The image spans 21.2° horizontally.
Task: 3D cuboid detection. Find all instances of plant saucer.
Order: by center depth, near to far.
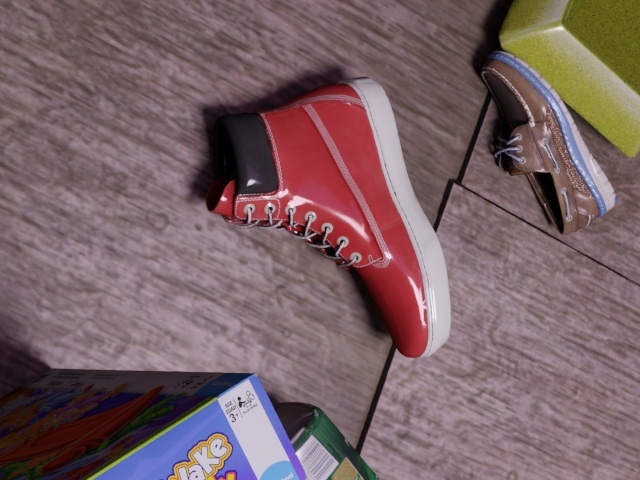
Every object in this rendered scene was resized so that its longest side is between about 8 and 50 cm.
[{"bbox_3d":[0.271,-0.205,1.587,0.188,0.045,0.188,37,61,-23],"label":"plant saucer"}]

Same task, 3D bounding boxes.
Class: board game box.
[{"bbox_3d":[-0.195,0.176,1.139,0.233,0.347,0.078,-31,102,-28],"label":"board game box"}]

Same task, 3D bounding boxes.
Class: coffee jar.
[{"bbox_3d":[0.016,0.220,1.404,0.079,0.096,0.184,-47,110,-21],"label":"coffee jar"}]

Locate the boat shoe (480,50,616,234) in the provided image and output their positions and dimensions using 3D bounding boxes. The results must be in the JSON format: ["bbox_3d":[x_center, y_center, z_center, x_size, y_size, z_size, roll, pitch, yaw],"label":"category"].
[{"bbox_3d":[0.195,-0.085,1.542,0.066,0.066,0.183,-40,101,-14],"label":"boat shoe"}]

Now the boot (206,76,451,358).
[{"bbox_3d":[0.000,0.000,1.416,0.176,0.088,0.244,-19,89,-29],"label":"boot"}]
